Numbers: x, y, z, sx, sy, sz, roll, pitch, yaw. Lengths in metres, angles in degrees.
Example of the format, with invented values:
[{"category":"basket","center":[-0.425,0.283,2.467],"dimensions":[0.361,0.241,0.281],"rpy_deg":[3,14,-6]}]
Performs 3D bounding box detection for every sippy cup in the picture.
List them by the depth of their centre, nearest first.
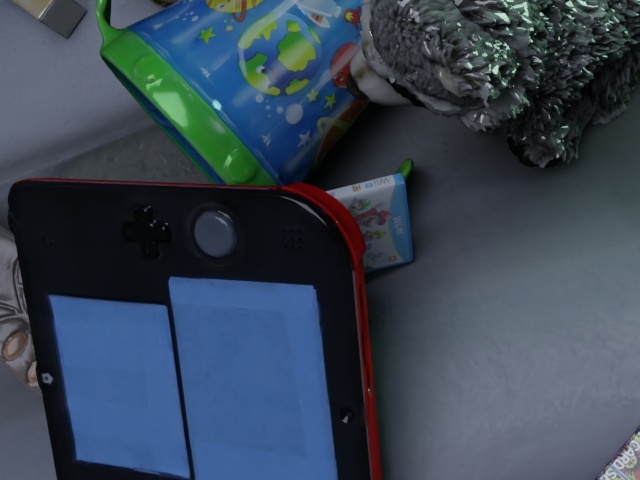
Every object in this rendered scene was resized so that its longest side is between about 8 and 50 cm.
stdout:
[{"category":"sippy cup","center":[-0.049,-0.165,1.156],"dimensions":[0.224,0.305,0.240],"rpy_deg":[-44,37,-5]}]

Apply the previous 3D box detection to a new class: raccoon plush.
[{"category":"raccoon plush","center":[0.212,-0.251,1.003],"dimensions":[0.216,0.299,0.446],"rpy_deg":[45,96,15]}]

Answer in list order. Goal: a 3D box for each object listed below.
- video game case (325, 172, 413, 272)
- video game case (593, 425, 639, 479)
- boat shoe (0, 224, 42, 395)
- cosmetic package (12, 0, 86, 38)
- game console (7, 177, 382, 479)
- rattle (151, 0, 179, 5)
[{"category":"video game case","center":[0.000,0.000,1.119],"dimensions":[0.166,0.119,0.015],"rpy_deg":[-14,51,-2]},{"category":"video game case","center":[0.317,0.252,1.000],"dimensions":[0.210,0.042,0.232],"rpy_deg":[41,95,23]},{"category":"boat shoe","center":[-0.307,0.061,1.258],"dimensions":[0.324,0.116,0.123],"rpy_deg":[42,79,6]},{"category":"cosmetic package","center":[-0.323,-0.278,1.369],"dimensions":[0.115,0.060,0.041],"rpy_deg":[37,93,23]},{"category":"game console","center":[-0.111,0.132,1.095],"dimensions":[0.342,0.060,0.387],"rpy_deg":[2,109,21]},{"category":"rattle","center":[-0.135,-0.341,1.270],"dimensions":[0.199,0.143,0.130],"rpy_deg":[-21,52,23]}]
